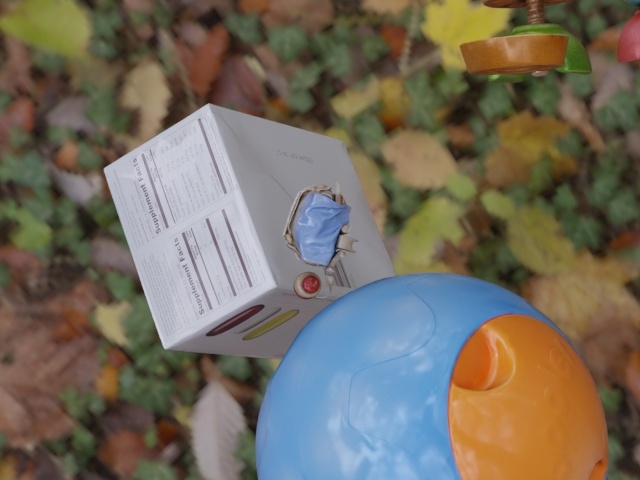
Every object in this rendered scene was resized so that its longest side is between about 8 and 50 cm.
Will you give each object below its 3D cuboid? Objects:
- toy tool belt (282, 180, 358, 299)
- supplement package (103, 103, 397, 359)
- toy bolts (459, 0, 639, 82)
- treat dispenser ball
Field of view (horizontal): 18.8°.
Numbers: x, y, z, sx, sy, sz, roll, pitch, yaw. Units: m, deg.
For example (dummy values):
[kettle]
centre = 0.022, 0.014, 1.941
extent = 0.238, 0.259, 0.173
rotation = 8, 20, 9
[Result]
[toy tool belt]
centre = 0.000, 0.000, 1.404
extent = 0.051, 0.052, 0.083
rotation = 160, 121, -72
[supplement package]
centre = -0.063, 0.000, 1.970
extent = 0.145, 0.262, 0.204
rotation = -29, 70, 26
[toy bolts]
centre = 0.243, -0.241, 1.817
extent = 0.228, 0.218, 0.158
rotation = -4, 90, 25
[treat dispenser ball]
centre = 0.090, 0.170, 1.577
extent = 0.288, 0.288, 0.288
rotation = -14, 51, 18
